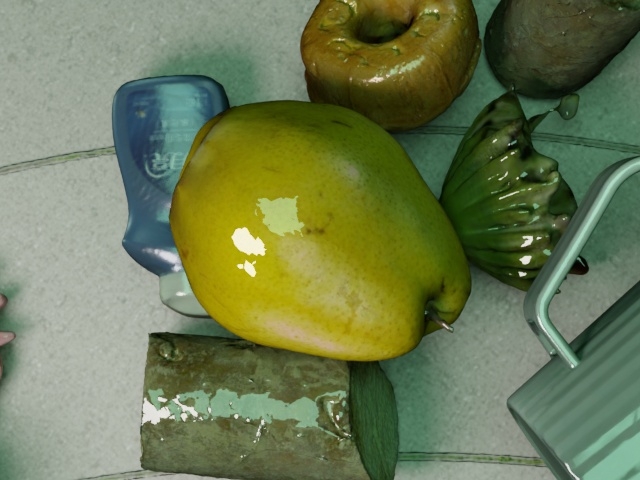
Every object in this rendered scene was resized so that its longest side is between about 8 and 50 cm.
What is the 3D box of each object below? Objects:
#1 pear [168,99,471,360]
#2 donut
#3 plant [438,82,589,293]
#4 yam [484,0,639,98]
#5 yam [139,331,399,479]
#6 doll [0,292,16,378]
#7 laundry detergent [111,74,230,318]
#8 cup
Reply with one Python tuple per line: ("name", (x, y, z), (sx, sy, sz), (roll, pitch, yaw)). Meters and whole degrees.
("pear", (0.001, -0.014, 1.543), (0.336, 0.285, 0.285), (7, 79, 12))
("donut", (0.082, -0.233, 1.670), (0.226, 0.114, 0.226), (-9, 53, 11))
("plant", (0.161, -0.026, 1.684), (0.333, 0.180, 0.251), (-20, 74, 29))
("yam", (0.302, -0.280, 1.642), (0.161, 0.268, 0.161), (4, 70, -11))
("yam", (-0.063, 0.193, 1.602), (0.304, 0.168, 0.168), (4, 78, 5))
("doll", (-0.471, 0.114, 1.668), (0.211, 0.093, 0.262), (-42, 80, -3))
("laundry detergent", (-0.170, -0.049, 1.687), (0.143, 0.094, 0.290), (-5, 78, -3))
("cup", (0.408, 0.127, 1.536), (0.392, 0.310, 0.401), (-36, 63, -1))
